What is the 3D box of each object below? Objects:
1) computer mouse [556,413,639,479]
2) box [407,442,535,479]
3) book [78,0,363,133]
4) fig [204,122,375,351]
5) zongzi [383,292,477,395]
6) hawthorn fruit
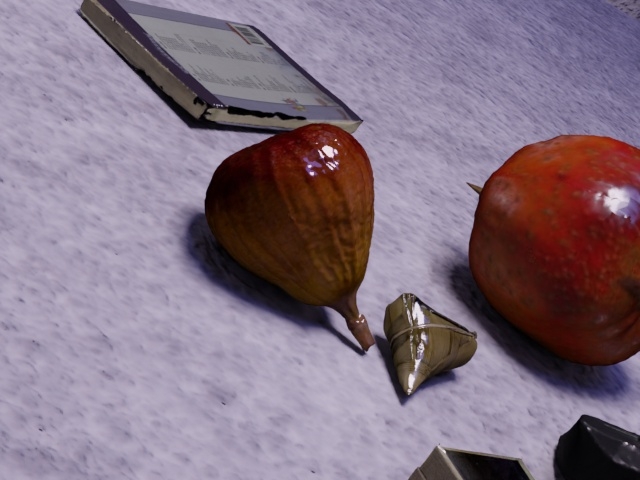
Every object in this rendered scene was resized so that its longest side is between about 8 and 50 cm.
[{"bbox_3d":[0.206,0.157,0.978,0.099,0.057,0.172,20,1,3],"label":"computer mouse"},{"bbox_3d":[0.101,0.162,0.853,0.083,0.035,0.079,15,30,-42],"label":"box"},{"bbox_3d":[-0.080,-0.145,1.241,0.157,0.026,0.231,43,23,26],"label":"book"},{"bbox_3d":[0.001,-0.014,0.965,0.153,0.119,0.119,34,22,-6],"label":"fig"},{"bbox_3d":[0.080,0.083,0.988,0.076,0.040,0.083,28,34,-33],"label":"zongzi"},{"bbox_3d":[0.195,0.000,1.160,0.200,0.179,0.179,25,13,36],"label":"hawthorn fruit"}]
